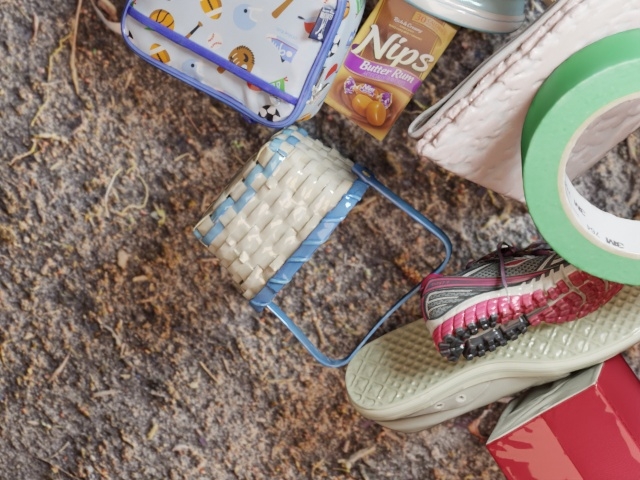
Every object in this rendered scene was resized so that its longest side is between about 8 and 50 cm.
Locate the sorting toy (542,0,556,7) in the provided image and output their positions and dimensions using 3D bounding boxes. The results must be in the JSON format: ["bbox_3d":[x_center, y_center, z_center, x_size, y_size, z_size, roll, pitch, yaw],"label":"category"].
[{"bbox_3d":[0.285,-0.442,1.804,0.257,0.089,0.255,-40,92,-11],"label":"sorting toy"}]

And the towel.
[{"bbox_3d":[0.308,-0.183,1.851,0.332,0.317,0.053,-41,57,23],"label":"towel"}]

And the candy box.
[{"bbox_3d":[0.090,-0.239,1.991,0.109,0.053,0.187,34,112,0],"label":"candy box"}]

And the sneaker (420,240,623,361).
[{"bbox_3d":[0.273,0.047,1.945,0.299,0.112,0.121,-19,146,-5],"label":"sneaker"}]

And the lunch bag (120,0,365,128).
[{"bbox_3d":[-0.101,-0.289,1.964,0.303,0.115,0.243,31,109,13],"label":"lunch bag"}]

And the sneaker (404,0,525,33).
[{"bbox_3d":[0.146,-0.406,1.879,0.319,0.127,0.208,28,114,1],"label":"sneaker"}]

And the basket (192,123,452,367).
[{"bbox_3d":[0.000,0.000,2.016,0.289,0.201,0.255,45,110,0],"label":"basket"}]

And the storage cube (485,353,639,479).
[{"bbox_3d":[0.363,0.283,2.035,0.183,0.215,0.193,-33,93,22],"label":"storage cube"}]

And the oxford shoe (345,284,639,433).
[{"bbox_3d":[0.253,0.147,2.060,0.449,0.169,0.130,-22,145,12],"label":"oxford shoe"}]

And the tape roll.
[{"bbox_3d":[0.398,-0.094,1.767,0.321,0.077,0.321,3,125,4],"label":"tape roll"}]
